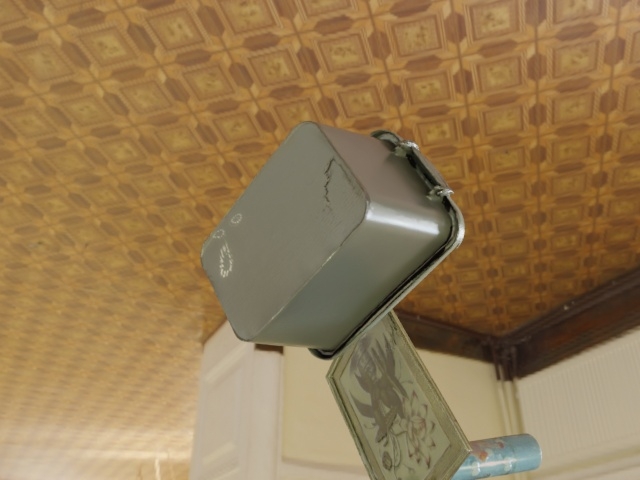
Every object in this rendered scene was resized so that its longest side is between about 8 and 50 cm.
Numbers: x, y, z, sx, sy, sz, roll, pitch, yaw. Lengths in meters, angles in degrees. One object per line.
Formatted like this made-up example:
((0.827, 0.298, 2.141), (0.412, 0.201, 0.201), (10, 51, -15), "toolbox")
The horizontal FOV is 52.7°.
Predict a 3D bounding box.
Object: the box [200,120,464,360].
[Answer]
((0.000, 0.000, 0.641), (0.135, 0.163, 0.243), (11, 131, -49), "box")

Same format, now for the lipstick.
((0.200, 0.276, 0.813), (0.158, 0.048, 0.048), (-1, 150, -21), "lipstick")

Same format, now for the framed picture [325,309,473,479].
((0.073, 0.182, 0.707), (0.010, 0.231, 0.173), (2, 127, -27), "framed picture")
